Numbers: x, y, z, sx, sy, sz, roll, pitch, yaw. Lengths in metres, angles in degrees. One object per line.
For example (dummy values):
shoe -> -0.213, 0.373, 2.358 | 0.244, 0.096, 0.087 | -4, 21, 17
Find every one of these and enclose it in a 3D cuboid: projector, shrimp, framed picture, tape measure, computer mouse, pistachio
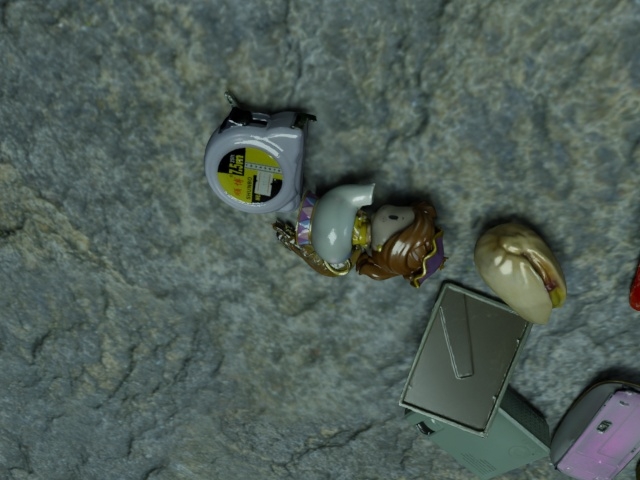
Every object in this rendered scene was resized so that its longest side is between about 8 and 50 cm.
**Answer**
projector -> 0.327, 0.374, 1.377 | 0.256, 0.099, 0.192 | 40, 125, -15
shrimp -> 0.000, 0.001, 1.239 | 0.178, 0.034, 0.124 | 41, 123, -16
framed picture -> 0.276, 0.228, 1.245 | 0.188, 0.023, 0.260 | 20, 94, 1
tape measure -> -0.109, -0.142, 1.128 | 0.178, 0.105, 0.196 | 12, 129, -2
computer mouse -> 0.583, 0.385, 1.325 | 0.158, 0.072, 0.311 | 19, 129, 4
pistachio -> 0.344, 0.053, 1.132 | 0.200, 0.117, 0.145 | 46, 163, -26

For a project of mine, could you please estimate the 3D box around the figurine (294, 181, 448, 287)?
figurine -> 0.094, -0.010, 1.134 | 0.263, 0.142, 0.190 | 13, 125, 10

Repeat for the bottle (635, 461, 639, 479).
bottle -> 0.721, 0.593, 1.260 | 0.171, 0.351, 0.172 | 8, 128, 11

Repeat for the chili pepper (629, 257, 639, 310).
chili pepper -> 0.560, 0.063, 1.124 | 0.045, 0.027, 0.178 | 1, 124, 16
